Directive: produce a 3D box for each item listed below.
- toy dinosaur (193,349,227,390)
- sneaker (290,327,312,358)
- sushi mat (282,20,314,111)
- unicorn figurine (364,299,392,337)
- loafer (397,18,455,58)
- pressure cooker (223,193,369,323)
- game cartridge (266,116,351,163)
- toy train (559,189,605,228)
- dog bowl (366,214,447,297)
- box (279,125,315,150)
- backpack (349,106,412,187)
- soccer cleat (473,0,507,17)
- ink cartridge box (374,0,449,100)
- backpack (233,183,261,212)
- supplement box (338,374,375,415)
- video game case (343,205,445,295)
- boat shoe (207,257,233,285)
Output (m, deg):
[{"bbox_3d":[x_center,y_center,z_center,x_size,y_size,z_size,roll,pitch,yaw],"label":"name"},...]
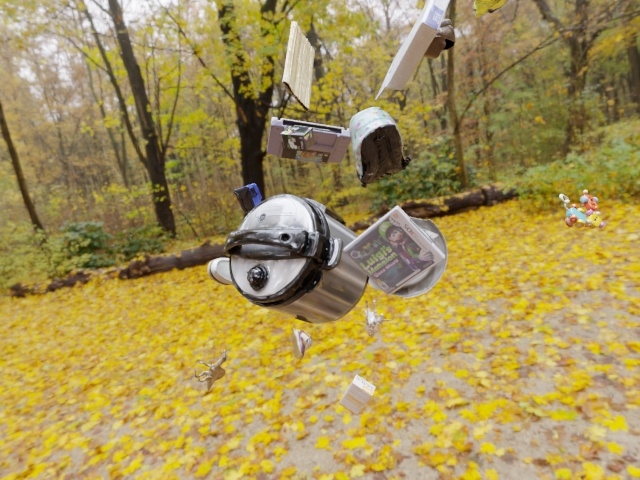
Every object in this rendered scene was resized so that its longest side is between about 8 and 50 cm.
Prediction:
[{"bbox_3d":[-0.354,0.435,1.371,0.093,0.183,0.053,13,23,-32],"label":"toy dinosaur"},{"bbox_3d":[-0.065,0.399,1.658,0.084,0.069,0.185,12,16,-14],"label":"sneaker"},{"bbox_3d":[-0.073,-0.626,1.532,0.019,0.316,0.151,-12,-31,28],"label":"sushi mat"},{"bbox_3d":[0.166,0.243,1.328,0.060,0.111,0.162,2,25,28],"label":"unicorn figurine"},{"bbox_3d":[0.488,-0.869,1.874,0.366,0.130,0.134,-34,2,-29],"label":"loafer"},{"bbox_3d":[-0.078,0.058,1.357,0.370,0.375,0.420,-42,-39,15],"label":"pressure cooker"},{"bbox_3d":[-0.054,-0.435,1.906,0.355,0.068,0.230,6,-27,-10],"label":"game cartridge"},{"bbox_3d":[0.735,-0.082,1.212,0.166,0.125,0.046,-3,-29,-27],"label":"toy train"},{"bbox_3d":[0.335,0.062,1.718,0.349,0.348,0.102,-9,-14,18],"label":"dog bowl"},{"bbox_3d":[-0.069,-0.307,1.282,0.083,0.052,0.062,11,40,25],"label":"box"},{"bbox_3d":[0.140,-0.241,1.084,0.152,0.115,0.182,-28,-35,-3],"label":"backpack"},{"bbox_3d":[0.464,-0.673,1.180,0.289,0.093,0.121,-39,-18,-48],"label":"soccer cleat"},{"bbox_3d":[0.222,-0.461,1.012,0.223,0.045,0.224,-66,7,-34],"label":"ink cartridge box"},{"bbox_3d":[-0.316,-0.191,1.939,0.098,0.120,0.101,-11,12,38],"label":"backpack"},{"bbox_3d":[0.099,0.423,1.165,0.062,0.098,0.036,32,32,9],"label":"supplement box"},{"bbox_3d":[0.180,0.032,1.068,0.190,0.173,0.022,-41,7,33],"label":"video game case"},{"bbox_3d":[-0.308,0.135,1.701,0.103,0.113,0.302,-8,-21,34],"label":"boat shoe"}]
